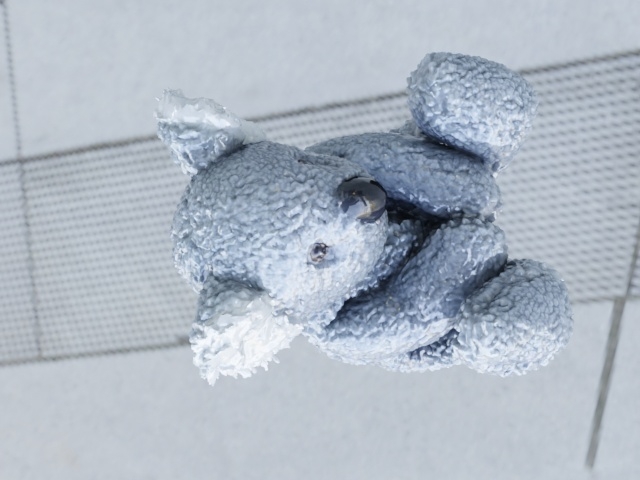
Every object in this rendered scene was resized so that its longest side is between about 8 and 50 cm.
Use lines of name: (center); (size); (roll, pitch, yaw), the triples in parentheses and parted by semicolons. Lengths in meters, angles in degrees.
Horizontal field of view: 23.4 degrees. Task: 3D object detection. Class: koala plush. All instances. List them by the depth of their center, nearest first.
koala plush: (0.000, 0.000, 0.916); (0.203, 0.221, 0.196); (-20, 75, 44)
